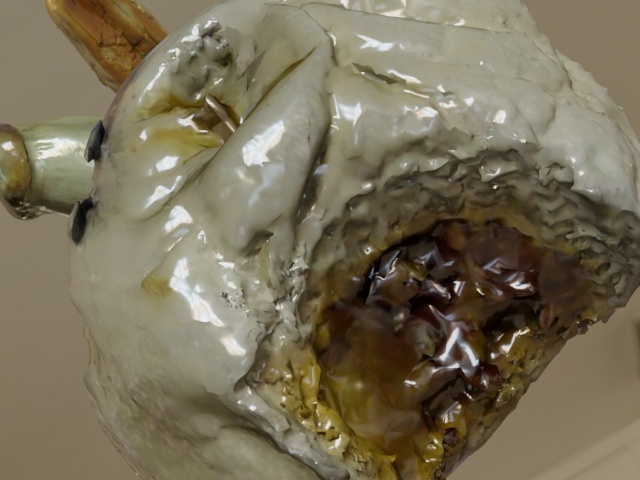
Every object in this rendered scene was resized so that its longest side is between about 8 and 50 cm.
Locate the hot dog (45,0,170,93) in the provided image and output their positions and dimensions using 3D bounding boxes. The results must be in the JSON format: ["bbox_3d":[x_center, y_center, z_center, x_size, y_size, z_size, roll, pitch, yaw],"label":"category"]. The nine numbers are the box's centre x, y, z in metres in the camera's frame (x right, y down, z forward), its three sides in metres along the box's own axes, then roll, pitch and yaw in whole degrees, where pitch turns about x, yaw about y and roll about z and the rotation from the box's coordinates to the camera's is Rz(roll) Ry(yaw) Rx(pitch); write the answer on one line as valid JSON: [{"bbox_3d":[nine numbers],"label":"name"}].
[{"bbox_3d":[-0.257,-0.255,1.709,0.269,0.072,0.109,45,-113,-31],"label":"hot dog"}]

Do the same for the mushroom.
[{"bbox_3d":[-0.095,-0.041,1.000,0.312,0.081,0.100,7,-4,-11],"label":"mushroom"}]

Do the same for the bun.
[{"bbox_3d":[-0.004,-0.005,0.597,0.281,0.281,0.205,-37,-65,13],"label":"bun"}]
